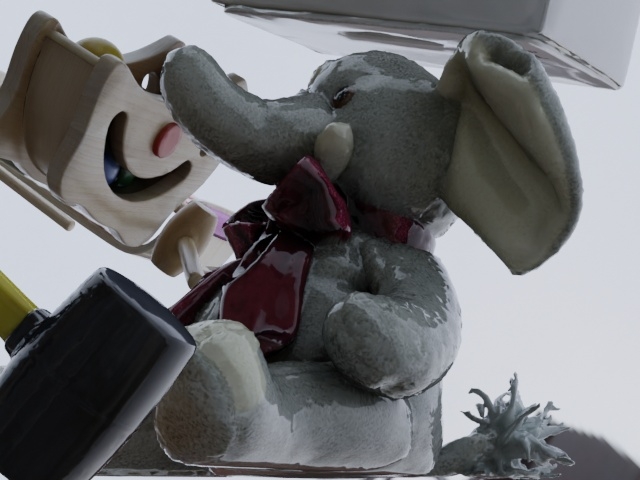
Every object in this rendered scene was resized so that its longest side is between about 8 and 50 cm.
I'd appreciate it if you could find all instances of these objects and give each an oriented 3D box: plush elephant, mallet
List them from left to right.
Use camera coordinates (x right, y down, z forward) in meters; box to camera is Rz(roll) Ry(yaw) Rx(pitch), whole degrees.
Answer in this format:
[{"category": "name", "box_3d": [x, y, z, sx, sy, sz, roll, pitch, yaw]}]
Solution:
[{"category": "mallet", "box_3d": [-0.109, -0.013, 0.469, 0.062, 0.039, 0.190, -42, -112, 5]}, {"category": "plush elephant", "box_3d": [0.000, 0.000, 0.883, 0.272, 0.330, 0.255, -18, -110, 60]}]

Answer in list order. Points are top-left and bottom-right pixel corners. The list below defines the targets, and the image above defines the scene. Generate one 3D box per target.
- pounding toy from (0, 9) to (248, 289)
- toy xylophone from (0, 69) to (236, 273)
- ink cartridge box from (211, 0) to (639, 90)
[{"category": "pounding toy", "box_3d": [-0.109, -0.067, 1.172, 0.155, 0.269, 0.154, 32, -95, 22]}, {"category": "toy xylophone", "box_3d": [-0.224, -0.064, 1.532, 0.322, 0.236, 0.081, 31, -86, 21]}, {"category": "ink cartridge box", "box_3d": [0.110, -0.328, 1.192, 0.285, 0.166, 0.395, 11, -93, 34]}]
